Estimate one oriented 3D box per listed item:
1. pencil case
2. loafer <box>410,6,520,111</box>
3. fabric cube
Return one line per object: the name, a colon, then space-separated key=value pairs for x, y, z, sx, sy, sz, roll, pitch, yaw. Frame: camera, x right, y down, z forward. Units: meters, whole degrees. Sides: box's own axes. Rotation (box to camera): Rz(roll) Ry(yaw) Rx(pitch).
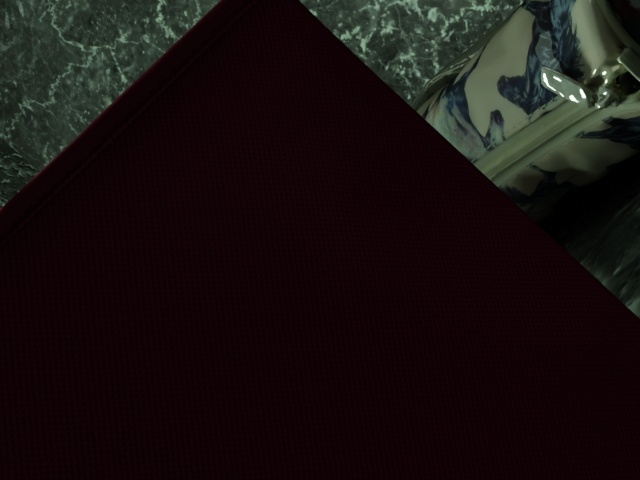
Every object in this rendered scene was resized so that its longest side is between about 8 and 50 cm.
pencil case: x=0.161 y=-0.086 z=0.940 sx=0.183 sy=0.160 sz=0.410 roll=-33 pitch=-5 yaw=-36
loafer: x=0.268 y=-0.268 z=1.915 sx=0.319 sy=0.112 sz=0.111 roll=-38 pitch=2 yaw=18
fabric cube: x=-0.039 y=0.118 z=0.432 sx=0.254 sy=0.258 sz=0.259 roll=-51 pitch=5 yaw=-29
